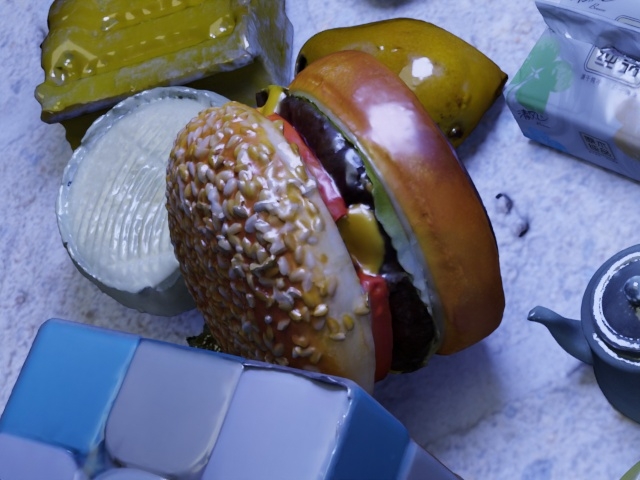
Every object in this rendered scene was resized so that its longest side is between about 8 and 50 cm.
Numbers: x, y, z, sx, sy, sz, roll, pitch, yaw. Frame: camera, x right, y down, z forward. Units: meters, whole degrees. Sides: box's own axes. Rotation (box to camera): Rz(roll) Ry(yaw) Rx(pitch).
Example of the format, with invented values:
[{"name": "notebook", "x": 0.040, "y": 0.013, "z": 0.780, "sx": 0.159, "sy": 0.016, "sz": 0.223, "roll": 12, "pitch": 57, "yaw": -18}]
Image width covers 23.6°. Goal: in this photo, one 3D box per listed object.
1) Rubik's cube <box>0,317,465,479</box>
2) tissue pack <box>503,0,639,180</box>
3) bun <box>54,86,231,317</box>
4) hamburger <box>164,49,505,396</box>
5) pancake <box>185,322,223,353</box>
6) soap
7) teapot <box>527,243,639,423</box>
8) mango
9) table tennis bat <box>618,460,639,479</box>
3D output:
[{"name": "Rubik's cube", "x": -0.092, "y": 0.306, "z": 1.342, "sx": 0.347, "sy": 0.344, "sz": 0.347, "roll": 10, "pitch": 68, "yaw": 34}, {"name": "tissue pack", "x": 0.310, "y": -0.160, "z": 1.502, "sx": 0.229, "sy": 0.145, "sz": 0.159, "roll": 27, "pitch": 79, "yaw": 37}, {"name": "bun", "x": -0.157, "y": -0.042, "z": 1.688, "sx": 0.259, "sy": 0.152, "sz": 0.259, "roll": -9, "pitch": 67, "yaw": 23}, {"name": "hamburger", "x": 0.000, "y": 0.000, "z": 1.445, "sx": 0.250, "sy": 0.330, "sz": 0.330, "roll": -31, "pitch": 51, "yaw": -13}, {"name": "pancake", "x": -0.112, "y": 0.143, "z": 1.645, "sx": 0.116, "sy": 0.022, "sz": 0.129, "roll": 18, "pitch": 78, "yaw": 35}, {"name": "soap", "x": -0.183, "y": -0.246, "z": 1.820, "sx": 0.281, "sy": 0.143, "sz": 0.259, "roll": -15, "pitch": 51, "yaw": 22}, {"name": "teapot", "x": 0.312, "y": 0.067, "z": 1.373, "sx": 0.239, "sy": 0.149, "sz": 0.162, "roll": -7, "pitch": 59, "yaw": 26}, {"name": "mango", "x": 0.069, "y": -0.164, "z": 1.645, "sx": 0.236, "sy": 0.136, "sz": 0.166, "roll": 30, "pitch": 83, "yaw": 42}, {"name": "table tennis bat", "x": 0.291, "y": 0.308, "z": 1.313, "sx": 0.368, "sy": 0.054, "sz": 0.224, "roll": -38, "pitch": 51, "yaw": 0}]
